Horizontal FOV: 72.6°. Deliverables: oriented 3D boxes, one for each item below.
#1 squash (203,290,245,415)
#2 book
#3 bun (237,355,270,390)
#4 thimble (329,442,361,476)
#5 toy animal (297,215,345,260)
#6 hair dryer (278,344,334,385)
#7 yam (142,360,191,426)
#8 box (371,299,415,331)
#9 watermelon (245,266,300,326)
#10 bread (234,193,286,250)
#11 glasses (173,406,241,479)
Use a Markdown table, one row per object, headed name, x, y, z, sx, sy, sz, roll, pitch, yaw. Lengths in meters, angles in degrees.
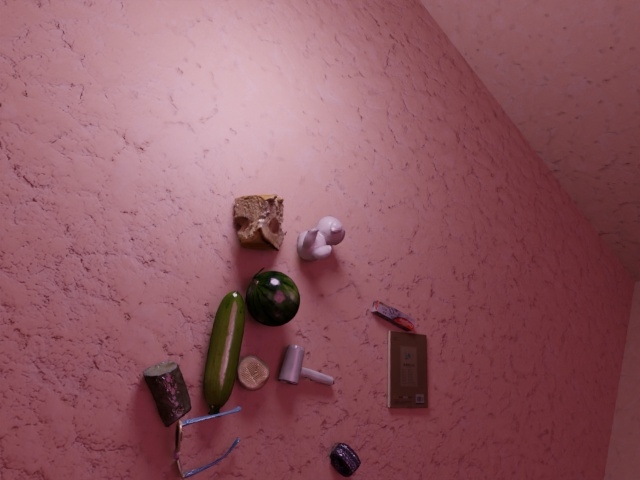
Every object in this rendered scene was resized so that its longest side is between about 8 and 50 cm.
| name | x | y | z | sx | sy | sz | roll | pitch | yaw |
| --- | --- | --- | --- | --- | --- | --- | --- | --- | --- |
| squash | -0.312 | 0.360 | 1.412 | 0.107 | 0.107 | 0.396 | 14 | 75 | -29 |
| book | 0.374 | 0.551 | 1.861 | 0.216 | 0.021 | 0.311 | 13 | 70 | -29 |
| bun | -0.228 | 0.446 | 1.469 | 0.115 | 0.069 | 0.115 | 3 | 72 | -11 |
| thimble | 0.088 | 0.790 | 1.570 | 0.104 | 0.095 | 0.066 | 37 | 41 | 23 |
| toy animal | 0.005 | -0.006 | 1.678 | 0.193 | 0.178 | 0.128 | -37 | 96 | -36 |
| hair dryer | -0.035 | 0.476 | 1.588 | 0.236 | 0.073 | 0.131 | 28 | 62 | -27 |
| yam | -0.450 | 0.456 | 1.304 | 0.107 | 0.107 | 0.183 | -20 | 90 | -35 |
| box | 0.314 | 0.325 | 1.872 | 0.218 | 0.039 | 0.055 | 31 | 61 | -22 |
| watermelon | -0.171 | 0.195 | 1.500 | 0.214 | 0.187 | 0.188 | 42 | 57 | -35 |
| bread | -0.181 | -0.058 | 1.558 | 0.211 | 0.224 | 0.184 | 19 | 73 | -36 |
| glasses | -0.351 | 0.600 | 1.329 | 0.220 | 0.088 | 0.190 | -14 | 111 | -47 |
